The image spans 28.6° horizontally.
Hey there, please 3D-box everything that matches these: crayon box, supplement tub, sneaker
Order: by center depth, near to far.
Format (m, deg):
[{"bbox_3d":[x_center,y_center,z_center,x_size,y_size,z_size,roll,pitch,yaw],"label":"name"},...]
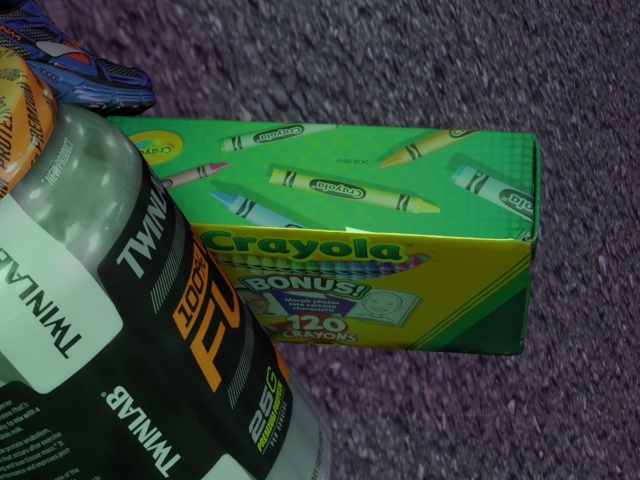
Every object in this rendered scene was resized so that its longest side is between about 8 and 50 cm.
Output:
[{"bbox_3d":[-0.139,0.061,0.695,0.316,0.194,0.193,58,36,-36],"label":"supplement tub"},{"bbox_3d":[-0.180,-0.114,0.794,0.221,0.083,0.087,3,71,-64],"label":"sneaker"},{"bbox_3d":[0.000,0.000,0.832,0.165,0.278,0.081,80,15,-60],"label":"crayon box"}]
